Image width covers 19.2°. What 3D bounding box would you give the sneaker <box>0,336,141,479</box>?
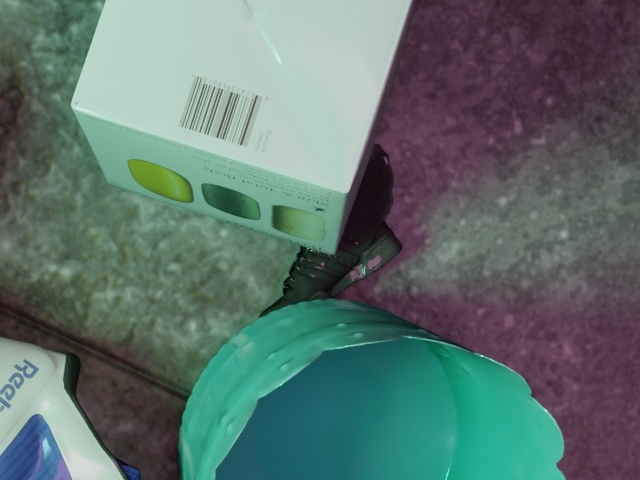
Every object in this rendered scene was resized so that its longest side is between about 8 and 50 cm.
[{"bbox_3d":[-0.232,0.212,1.400,0.182,0.127,0.316,11,81,-14],"label":"sneaker"}]

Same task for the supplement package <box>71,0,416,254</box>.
[{"bbox_3d":[-0.047,-0.128,1.388,0.199,0.263,0.198,18,81,2],"label":"supplement package"}]

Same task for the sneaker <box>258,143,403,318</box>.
[{"bbox_3d":[0.001,0.000,1.530,0.170,0.051,0.089,-34,96,-21],"label":"sneaker"}]

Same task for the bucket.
[{"bbox_3d":[0.027,0.180,1.429,0.281,0.183,0.281,-3,102,-16],"label":"bucket"}]
